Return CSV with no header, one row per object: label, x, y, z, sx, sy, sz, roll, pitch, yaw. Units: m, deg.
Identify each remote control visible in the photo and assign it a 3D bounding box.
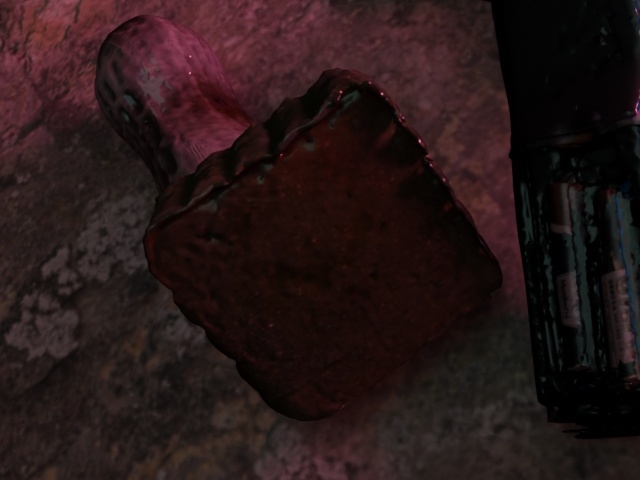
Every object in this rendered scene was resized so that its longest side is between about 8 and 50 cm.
remote control,0.170,-0.082,0.541,0.144,0.062,0.399,-14,74,37

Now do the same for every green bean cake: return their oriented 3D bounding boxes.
green bean cake,0.000,0.000,0.566,0.181,0.173,0.094,-36,19,7

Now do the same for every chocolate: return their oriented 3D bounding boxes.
chocolate,-0.101,-0.087,0.685,0.110,0.110,0.248,-40,64,4
